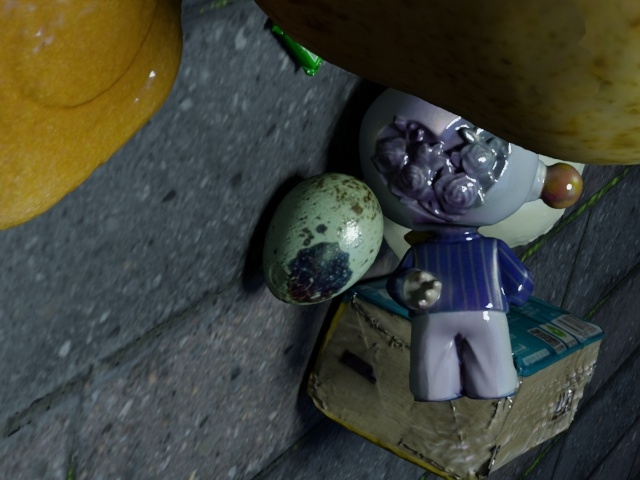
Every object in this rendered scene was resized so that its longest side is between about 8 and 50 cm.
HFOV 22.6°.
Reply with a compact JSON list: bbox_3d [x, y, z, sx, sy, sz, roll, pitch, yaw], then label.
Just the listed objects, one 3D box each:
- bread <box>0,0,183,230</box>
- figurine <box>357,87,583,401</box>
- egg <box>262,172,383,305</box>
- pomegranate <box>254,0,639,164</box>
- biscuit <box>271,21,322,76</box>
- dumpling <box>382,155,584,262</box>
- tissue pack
[{"bbox_3d":[-0.143,-0.128,0.720,0.174,0.121,0.245,-49,155,-39],"label":"bread"},{"bbox_3d":[0.095,-0.008,1.272,0.133,0.194,0.274,-10,118,-78],"label":"figurine"},{"bbox_3d":[0.000,0.000,1.221,0.110,0.085,0.085,-52,156,-8],"label":"egg"},{"bbox_3d":[0.135,-0.231,0.763,0.416,0.417,0.416,-48,153,-36],"label":"pomegranate"},{"bbox_3d":[-0.012,-0.151,1.128,0.046,0.016,0.089,-64,159,-8],"label":"biscuit"},{"bbox_3d":[0.137,-0.086,1.392,0.193,0.147,0.258,36,84,-36],"label":"dumpling"},{"bbox_3d":[0.131,0.118,1.495,0.271,0.192,0.134,-8,118,-64],"label":"tissue pack"}]
